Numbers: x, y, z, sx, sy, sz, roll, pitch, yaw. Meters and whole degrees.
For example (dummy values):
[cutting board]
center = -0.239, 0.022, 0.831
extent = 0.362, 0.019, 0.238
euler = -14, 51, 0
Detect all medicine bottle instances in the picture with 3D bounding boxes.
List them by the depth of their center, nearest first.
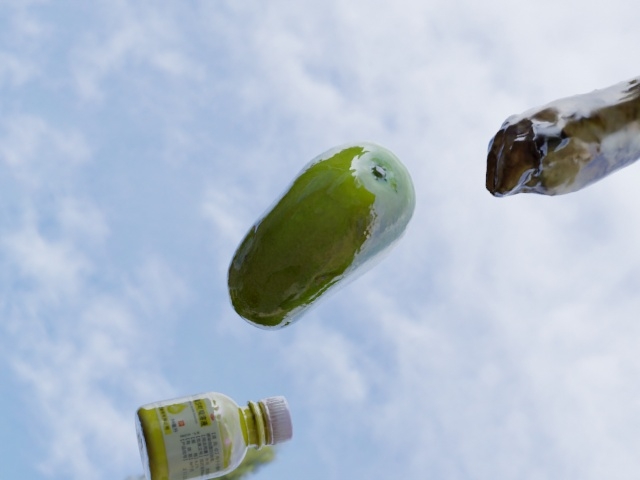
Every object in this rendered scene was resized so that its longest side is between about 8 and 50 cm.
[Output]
[medicine bottle]
center = -0.148, 0.273, 1.950
extent = 0.122, 0.212, 0.122
euler = 169, -90, -76

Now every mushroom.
[mushroom]
center = 0.249, -0.145, 0.751
extent = 0.301, 0.233, 0.208
euler = -8, -90, 29

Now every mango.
[mango]
center = 0.000, 0.000, 0.984
extent = 0.089, 0.117, 0.163
euler = 42, -86, 2
